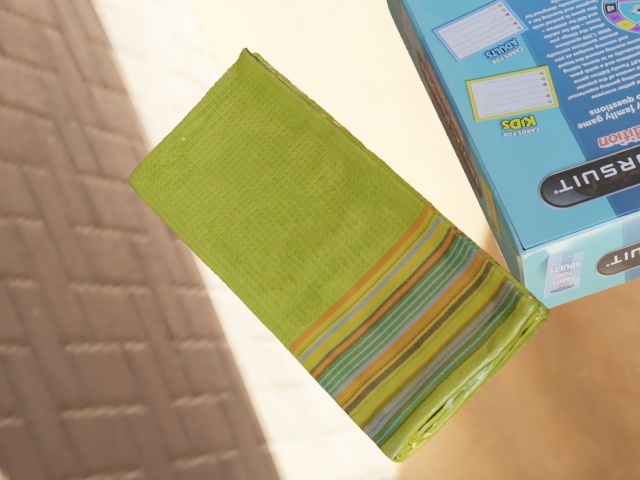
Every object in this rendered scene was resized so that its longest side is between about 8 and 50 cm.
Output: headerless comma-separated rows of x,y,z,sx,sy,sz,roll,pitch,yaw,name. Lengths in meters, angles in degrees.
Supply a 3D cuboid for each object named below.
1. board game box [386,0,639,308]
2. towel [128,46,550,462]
0.214,-0.129,1.337,0.079,0.254,0.336,74,-4,-52,board game box
0.000,0.000,0.879,0.237,0.102,0.021,44,-2,35,towel
